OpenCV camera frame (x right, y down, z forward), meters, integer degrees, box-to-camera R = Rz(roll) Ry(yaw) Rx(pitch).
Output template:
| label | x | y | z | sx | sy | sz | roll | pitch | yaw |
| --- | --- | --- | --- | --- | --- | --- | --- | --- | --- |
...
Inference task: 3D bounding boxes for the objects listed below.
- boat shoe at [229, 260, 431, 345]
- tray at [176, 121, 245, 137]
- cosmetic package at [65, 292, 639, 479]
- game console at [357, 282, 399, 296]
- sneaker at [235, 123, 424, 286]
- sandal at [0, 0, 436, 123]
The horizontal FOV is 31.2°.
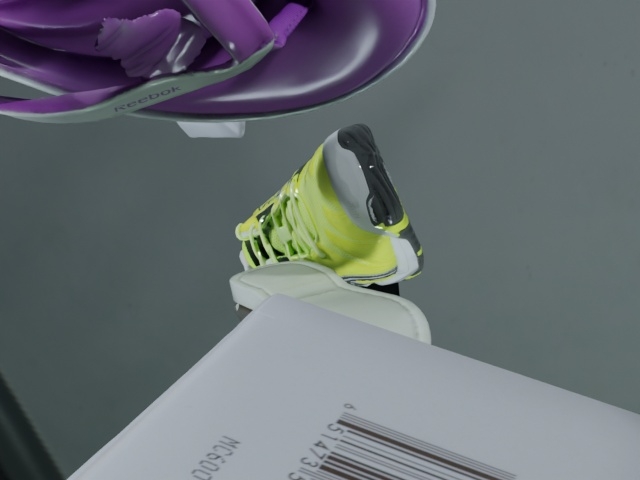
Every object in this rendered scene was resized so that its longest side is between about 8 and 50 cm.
| label | x | y | z | sx | sy | sz | roll | pitch | yaw |
| --- | --- | --- | --- | --- | --- | --- | --- | --- | --- |
| boat shoe | 0.008 | 0.090 | 0.931 | 0.109 | 0.305 | 0.091 | -13 | 105 | -19 |
| tray | -0.090 | -0.146 | 0.826 | 0.030 | 0.270 | 0.145 | -3 | 95 | -13 |
| cosmetic package | -0.009 | 0.232 | 0.383 | 0.155 | 0.197 | 0.366 | 18 | 116 | 17 |
| game console | 0.049 | 0.098 | 1.608 | 0.122 | 0.071 | 0.107 | -6 | 157 | -5 |
| sneaker | 0.000 | 0.000 | 1.120 | 0.147 | 0.385 | 0.145 | -20 | 79 | -8 |
| sandal | -0.124 | -0.113 | 0.530 | 0.416 | 0.102 | 0.169 | 9 | 137 | -30 |
